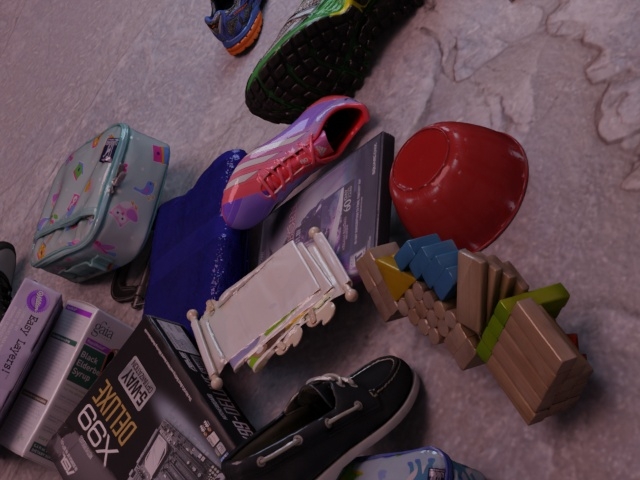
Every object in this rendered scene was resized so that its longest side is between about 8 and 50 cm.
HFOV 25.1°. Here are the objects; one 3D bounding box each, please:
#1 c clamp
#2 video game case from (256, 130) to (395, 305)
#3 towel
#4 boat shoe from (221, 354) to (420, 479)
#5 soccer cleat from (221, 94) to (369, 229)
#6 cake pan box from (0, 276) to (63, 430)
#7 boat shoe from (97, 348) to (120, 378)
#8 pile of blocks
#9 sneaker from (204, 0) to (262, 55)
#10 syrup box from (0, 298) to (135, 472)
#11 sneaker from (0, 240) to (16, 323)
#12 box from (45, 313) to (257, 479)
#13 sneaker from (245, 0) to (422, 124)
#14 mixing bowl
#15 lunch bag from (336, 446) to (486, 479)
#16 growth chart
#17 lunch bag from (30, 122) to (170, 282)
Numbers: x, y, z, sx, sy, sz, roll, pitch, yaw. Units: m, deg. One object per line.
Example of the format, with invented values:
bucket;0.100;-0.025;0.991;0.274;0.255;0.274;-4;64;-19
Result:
c clamp;-0.269;0.036;2.189;0.137;0.022;0.160;-16;54;47
video game case;0.000;0.000;1.866;0.274;0.026;0.196;-33;41;44
towel;-0.168;0.047;2.022;0.228;0.076;0.308;-36;40;45
boat shoe;0.006;0.199;1.589;0.114;0.091;0.302;-18;16;40
soccer cleat;-0.035;-0.109;1.943;0.248;0.083;0.095;-44;24;-20
cake pan box;-0.464;0.190;2.147;0.267;0.070;0.246;-64;5;-12
boat shoe;-0.316;0.253;2.033;0.073;0.073;0.207;10;73;47
pile of blocks;0.185;0.061;1.577;0.362;0.113;0.149;34;130;49
sneaker;-0.130;-0.408;2.306;0.083;0.087;0.221;-19;51;38
syrup box;-0.365;0.213;2.097;0.096;0.093;0.237;14;74;52
sneaker;-0.543;0.122;2.378;0.108;0.100;0.271;-4;54;18
box;-0.197;0.284;1.805;0.242;0.076;0.307;-51;51;15
sneaker;0.020;-0.306;2.053;0.343;0.134;0.146;-47;30;-2
mixing bowl;0.150;-0.076;1.743;0.181;0.098;0.181;-29;45;33
lunch bag;0.072;0.320;1.544;0.219;0.090;0.176;-12;57;44
growth chart;-0.065;0.086;1.789;0.237;0.021;0.172;-35;42;15
lunch bag;-0.346;-0.050;2.223;0.279;0.108;0.224;-21;46;56
